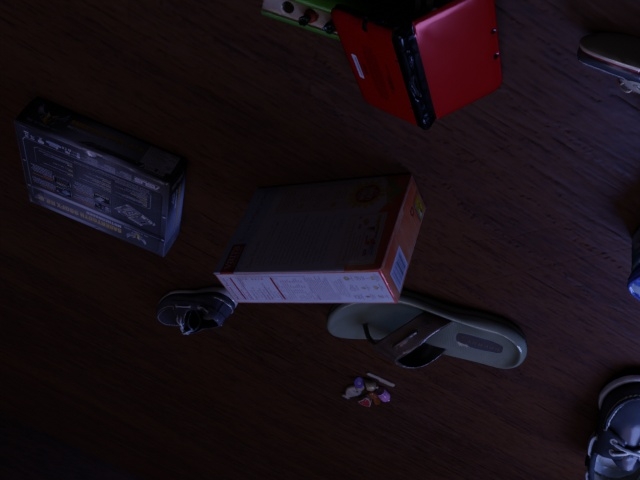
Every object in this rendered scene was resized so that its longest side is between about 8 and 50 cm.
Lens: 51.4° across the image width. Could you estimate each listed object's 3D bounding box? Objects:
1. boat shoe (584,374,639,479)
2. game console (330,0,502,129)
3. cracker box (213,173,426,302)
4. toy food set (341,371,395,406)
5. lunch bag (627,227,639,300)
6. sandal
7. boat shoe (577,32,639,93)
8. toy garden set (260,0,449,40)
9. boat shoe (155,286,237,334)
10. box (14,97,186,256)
[{"bbox_3d":[0.476,0.314,1.024,0.114,0.091,0.302,6,140,20],"label":"boat shoe"},{"bbox_3d":[0.095,-0.183,0.637,0.124,0.085,0.144,32,168,29],"label":"game console"},{"bbox_3d":[0.000,0.000,0.832,0.232,0.155,0.067,-2,137,30],"label":"cracker box"},{"bbox_3d":[0.091,0.289,1.249,0.078,0.019,0.122,25,143,-3],"label":"toy food set"},{"bbox_3d":[0.457,0.037,0.702,0.219,0.090,0.176,27,145,-4],"label":"lunch bag"},{"bbox_3d":[0.150,0.145,0.988,0.303,0.086,0.120,9,141,17],"label":"sandal"},{"bbox_3d":[0.293,-0.148,0.594,0.137,0.049,0.043,15,145,2],"label":"boat shoe"},{"bbox_3d":[0.051,-0.262,0.574,0.204,0.049,0.244,20,143,4],"label":"toy garden set"},{"bbox_3d":[-0.235,0.132,1.186,0.206,0.065,0.075,-15,129,39],"label":"boat shoe"},{"bbox_3d":[-0.316,-0.086,0.970,0.231,0.056,0.183,22,144,1],"label":"box"}]
